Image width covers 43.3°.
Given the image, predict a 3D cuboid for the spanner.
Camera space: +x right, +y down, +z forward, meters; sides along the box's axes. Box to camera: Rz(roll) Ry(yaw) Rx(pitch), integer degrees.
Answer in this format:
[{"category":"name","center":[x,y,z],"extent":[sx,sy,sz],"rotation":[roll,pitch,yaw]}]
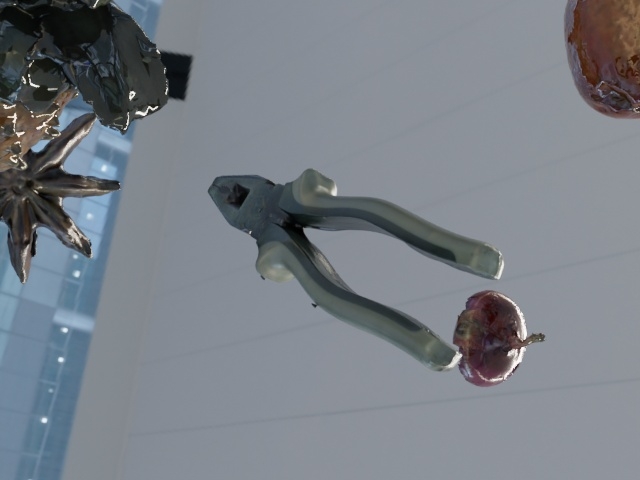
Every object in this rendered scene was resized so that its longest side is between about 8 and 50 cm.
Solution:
[{"category":"spanner","center":[0.000,0.000,0.610],"extent":[0.325,0.040,0.096],"rotation":[27,-91,50]}]

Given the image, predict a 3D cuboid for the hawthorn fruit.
[{"category":"hawthorn fruit","center":[0.404,-0.239,0.981],"extent":[0.210,0.210,0.262],"rotation":[-24,-135,41]}]

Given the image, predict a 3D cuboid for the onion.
[{"category":"onion","center":[0.282,0.152,1.222],"extent":[0.140,0.150,0.150],"rotation":[4,-107,42]}]

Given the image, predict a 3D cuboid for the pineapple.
[{"category":"pineapple","center":[-0.160,-0.123,0.425],"extent":[0.310,0.170,0.141],"rotation":[-22,-158,44]}]

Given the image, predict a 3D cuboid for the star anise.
[{"category":"star anise","center":[-0.417,-0.082,1.113],"extent":[0.088,0.288,0.288],"rotation":[14,-99,59]}]
